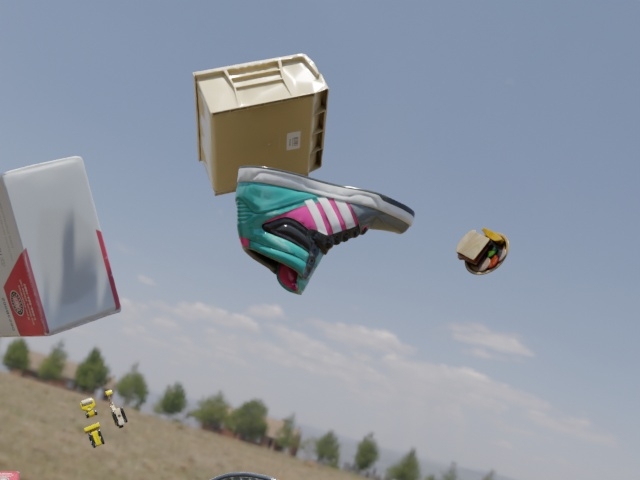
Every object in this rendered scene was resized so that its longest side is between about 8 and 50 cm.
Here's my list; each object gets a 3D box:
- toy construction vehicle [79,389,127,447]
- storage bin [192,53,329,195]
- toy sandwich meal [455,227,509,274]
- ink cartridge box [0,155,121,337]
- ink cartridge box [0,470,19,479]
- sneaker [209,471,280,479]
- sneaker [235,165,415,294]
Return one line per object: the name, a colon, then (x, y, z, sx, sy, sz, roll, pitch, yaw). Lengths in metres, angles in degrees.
toy construction vehicle: (-0.444, 0.363, 1.940, 0.085, 0.098, 0.035, -22, -10, -26)
storage bin: (-0.127, -0.247, 2.043, 0.260, 0.123, 0.262, -13, -36, -15)
toy sandwich meal: (0.246, 0.014, 1.446, 0.085, 0.086, 0.029, 3, -31, 48)
ink cartridge box: (-0.554, 0.023, 1.697, 0.384, 0.279, 0.160, -7, 10, 45)
ink cartridge box: (-0.496, 0.402, 1.395, 0.099, 0.056, 0.135, 4, 25, -16)
sneaker: (-0.108, 0.346, 1.202, 0.226, 0.086, 0.163, -16, -21, 19)
sneaker: (0.000, 0.000, 1.481, 0.295, 0.179, 0.124, 12, -5, -18)
